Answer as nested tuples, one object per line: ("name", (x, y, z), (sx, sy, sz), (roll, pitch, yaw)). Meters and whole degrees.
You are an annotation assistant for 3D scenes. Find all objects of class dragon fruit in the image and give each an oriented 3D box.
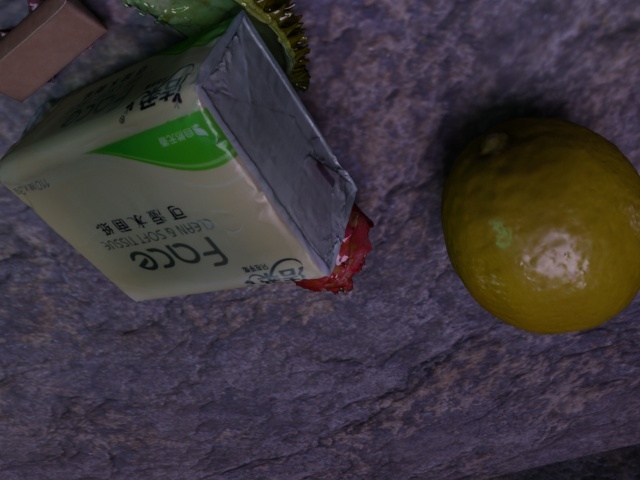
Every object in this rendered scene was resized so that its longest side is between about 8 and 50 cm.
("dragon fruit", (0.000, 0.000, 1.057), (0.205, 0.210, 0.268), (9, 144, 41))

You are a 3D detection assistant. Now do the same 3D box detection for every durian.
("durian", (-0.144, -0.314, 0.773), (0.198, 0.163, 0.394), (-35, 137, 22))

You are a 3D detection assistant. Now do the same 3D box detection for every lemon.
("lemon", (0.362, -0.044, 0.967), (0.364, 0.364, 0.364), (-4, 133, -5))

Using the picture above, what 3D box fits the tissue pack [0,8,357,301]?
("tissue pack", (-0.202, -0.086, 0.843), (0.405, 0.205, 0.332), (-10, 133, 33))

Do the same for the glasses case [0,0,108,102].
("glasses case", (-0.397, -0.285, 0.831), (0.193, 0.070, 0.102), (-31, 157, 17))
